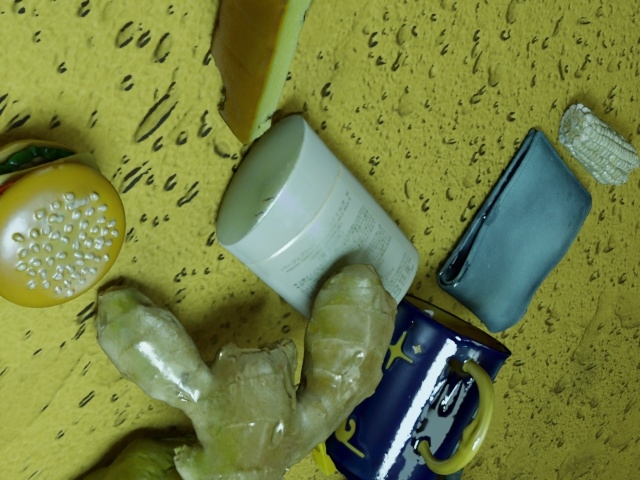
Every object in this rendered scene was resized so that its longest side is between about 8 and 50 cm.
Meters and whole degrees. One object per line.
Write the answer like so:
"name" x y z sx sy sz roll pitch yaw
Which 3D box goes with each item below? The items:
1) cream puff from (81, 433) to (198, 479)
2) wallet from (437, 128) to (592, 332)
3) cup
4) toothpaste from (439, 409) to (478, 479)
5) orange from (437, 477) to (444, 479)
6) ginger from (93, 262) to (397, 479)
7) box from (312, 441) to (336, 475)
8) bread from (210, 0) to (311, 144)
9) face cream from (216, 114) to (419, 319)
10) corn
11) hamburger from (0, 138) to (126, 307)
"cream puff" -0.176 0.413 1.227 0.291 0.257 0.324 -43 139 -10
"wallet" 0.315 -0.003 1.592 0.290 0.054 0.251 -56 142 -1
"cup" 0.126 0.227 1.365 0.256 0.178 0.255 -63 175 4
"toothpaste" 0.245 0.400 1.816 0.062 0.037 0.216 -2 112 -43
"orange" 0.114 0.495 1.624 0.334 0.196 0.263 25 83 -55
"ginger" -0.062 0.209 1.145 0.363 0.122 0.348 -4 83 -32
"box" 0.091 0.227 1.529 0.269 0.043 0.152 -33 134 -26
"bread" -0.067 -0.203 1.015 0.049 0.088 0.226 -29 158 -33
"face cream" 0.000 0.000 1.248 0.173 0.081 0.348 -50 141 -3
"corn" 0.438 -0.150 1.598 0.211 0.087 0.087 21 100 -47
"hamburger" -0.262 -0.015 0.943 0.162 0.115 0.162 -27 132 -33
